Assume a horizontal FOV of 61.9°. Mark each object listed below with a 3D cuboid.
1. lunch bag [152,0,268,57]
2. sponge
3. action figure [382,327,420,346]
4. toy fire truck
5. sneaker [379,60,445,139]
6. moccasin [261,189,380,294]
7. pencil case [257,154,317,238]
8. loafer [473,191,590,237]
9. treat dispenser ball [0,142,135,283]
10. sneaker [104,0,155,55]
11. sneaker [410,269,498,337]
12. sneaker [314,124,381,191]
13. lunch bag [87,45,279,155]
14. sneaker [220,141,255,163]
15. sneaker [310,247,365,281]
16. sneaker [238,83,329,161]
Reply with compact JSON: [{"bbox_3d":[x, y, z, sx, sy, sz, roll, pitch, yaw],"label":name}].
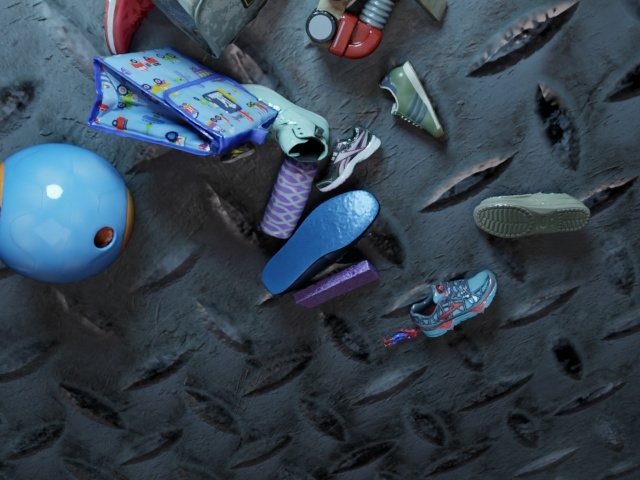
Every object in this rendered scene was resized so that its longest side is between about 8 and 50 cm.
[{"bbox_3d":[-0.198,-0.491,0.908,0.287,0.169,0.235,40,86,-38],"label":"lunch bag"},{"bbox_3d":[0.044,0.116,1.390,0.210,0.031,0.117,-25,160,9],"label":"sponge"},{"bbox_3d":[0.238,0.276,1.551,0.115,0.030,0.038,-16,128,-2],"label":"action figure"},{"bbox_3d":[0.119,-0.449,1.027,0.247,0.158,0.216,21,117,-7],"label":"toy fire truck"},{"bbox_3d":[0.198,-0.292,1.173,0.086,0.064,0.192,-25,121,18],"label":"sneaker"},{"bbox_3d":[0.000,0.000,1.290,0.342,0.137,0.117,-36,164,14],"label":"moccasin"},{"bbox_3d":[-0.074,-0.101,1.243,0.087,0.088,0.206,19,119,-13],"label":"pencil case"},{"bbox_3d":[0.519,-0.068,1.333,0.269,0.092,0.101,3,122,11],"label":"loafer"},{"bbox_3d":[-0.534,-0.055,1.101,0.289,0.288,0.287,-3,122,-5],"label":"treat dispenser ball"},{"bbox_3d":[-0.326,-0.443,1.001,0.128,0.087,0.221,11,121,-11],"label":"sneaker"},{"bbox_3d":[0.357,0.160,1.448,0.262,0.104,0.125,-41,115,18],"label":"sneaker"},{"bbox_3d":[0.047,-0.192,1.215,0.178,0.072,0.077,-44,109,1],"label":"sneaker"},{"bbox_3d":[-0.234,-0.239,0.997,0.294,0.221,0.138,25,120,9],"label":"lunch bag"},{"bbox_3d":[-0.190,-0.201,1.205,0.083,0.031,0.035,-21,109,2],"label":"sneaker"},{"bbox_3d":[0.037,0.068,1.390,0.162,0.057,0.075,-14,142,-1],"label":"sneaker"},{"bbox_3d":[-0.096,-0.244,1.113,0.256,0.151,0.094,15,121,-14],"label":"sneaker"}]
